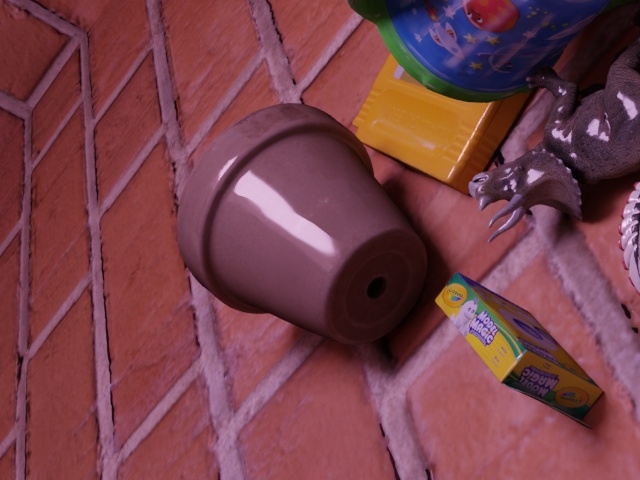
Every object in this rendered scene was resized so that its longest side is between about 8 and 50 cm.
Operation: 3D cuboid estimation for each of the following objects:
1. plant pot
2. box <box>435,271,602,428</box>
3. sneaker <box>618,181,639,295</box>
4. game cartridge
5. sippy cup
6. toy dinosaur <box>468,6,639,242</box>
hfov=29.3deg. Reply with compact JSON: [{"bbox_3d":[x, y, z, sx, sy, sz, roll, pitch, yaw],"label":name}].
[{"bbox_3d":[0.000,0.000,1.416,0.229,0.263,0.263,36,97,44],"label":"plant pot"},{"bbox_3d":[0.186,0.102,1.136,0.043,0.105,0.179,-54,30,14],"label":"box"},{"bbox_3d":[0.329,-0.042,1.055,0.092,0.088,0.225,6,72,55],"label":"sneaker"},{"bbox_3d":[0.180,-0.235,1.502,0.324,0.052,0.285,-59,29,1],"label":"game cartridge"},{"bbox_3d":[0.194,-0.278,1.227,0.305,0.240,0.224,-40,5,-20],"label":"sippy cup"},{"bbox_3d":[0.291,-0.120,1.189,0.313,0.121,0.160,-31,52,36],"label":"toy dinosaur"}]
